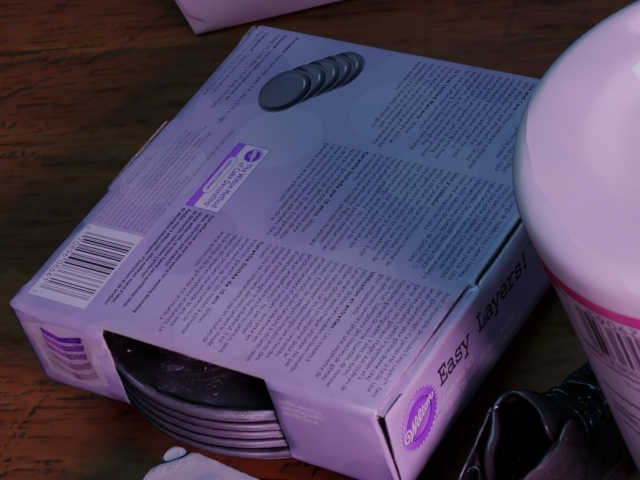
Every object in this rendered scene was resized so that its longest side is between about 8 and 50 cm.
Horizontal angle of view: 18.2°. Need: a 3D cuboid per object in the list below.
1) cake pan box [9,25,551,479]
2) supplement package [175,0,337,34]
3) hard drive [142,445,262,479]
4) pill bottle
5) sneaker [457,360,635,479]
[{"bbox_3d":[0.000,0.000,1.081,0.246,0.070,0.267,12,49,33],"label":"cake pan box"},{"bbox_3d":[0.007,-0.270,1.224,0.262,0.204,0.145,-12,51,17],"label":"supplement package"},{"bbox_3d":[-0.006,0.248,0.915,0.339,0.064,0.237,19,64,39],"label":"hard drive"},{"bbox_3d":[0.194,0.035,0.852,0.160,0.283,0.160,-12,51,16],"label":"pill bottle"},{"bbox_3d":[0.117,0.095,0.971,0.051,0.089,0.170,21,66,35],"label":"sneaker"}]
